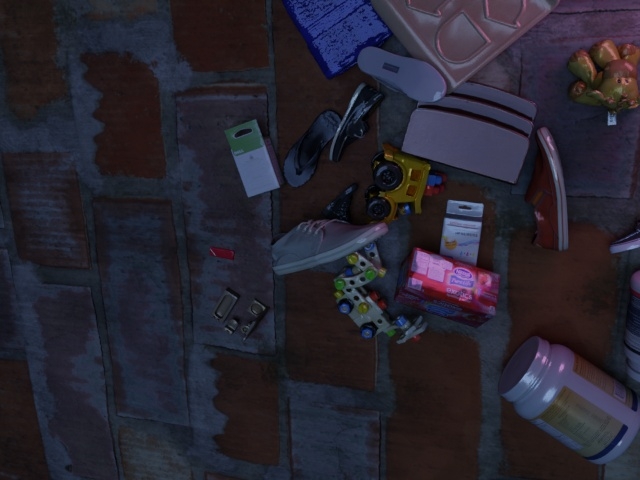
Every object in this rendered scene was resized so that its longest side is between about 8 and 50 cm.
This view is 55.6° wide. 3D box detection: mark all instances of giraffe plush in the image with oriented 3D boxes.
[{"bbox_3d":[0.689,-0.367,1.435,0.182,0.170,0.210,-20,100,20],"label":"giraffe plush"}]

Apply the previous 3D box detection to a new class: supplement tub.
[{"bbox_3d":[0.670,0.425,1.647,0.316,0.228,0.228,34,112,5],"label":"supplement tub"},{"bbox_3d":[0.881,0.219,1.543,0.191,0.191,0.272,2,107,16],"label":"supplement tub"}]

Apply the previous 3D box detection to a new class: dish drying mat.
[{"bbox_3d":[-0.316,0.041,1.938,0.083,0.008,0.032,11,108,13],"label":"dish drying mat"}]

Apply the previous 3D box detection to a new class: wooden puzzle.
[{"bbox_3d":[0.351,-0.591,1.502,0.348,0.080,0.322,-39,90,18],"label":"wooden puzzle"}]

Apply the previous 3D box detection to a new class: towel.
[{"bbox_3d":[0.037,-0.616,1.610,0.228,0.076,0.308,-31,95,15],"label":"towel"}]

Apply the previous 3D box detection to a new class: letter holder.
[{"bbox_3d":[0.387,-0.294,1.558,0.302,0.152,0.214,18,108,10],"label":"letter holder"}]

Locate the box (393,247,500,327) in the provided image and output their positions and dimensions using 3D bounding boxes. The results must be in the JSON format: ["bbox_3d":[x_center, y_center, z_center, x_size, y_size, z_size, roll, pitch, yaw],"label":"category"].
[{"bbox_3d":[0.345,0.131,1.660,0.257,0.128,0.122,18,154,-3],"label":"box"}]

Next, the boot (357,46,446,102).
[{"bbox_3d":[0.224,-0.421,1.558,0.258,0.123,0.095,35,107,23],"label":"boot"}]

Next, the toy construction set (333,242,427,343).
[{"bbox_3d":[0.164,0.170,1.772,0.215,0.151,0.327,-39,82,22],"label":"toy construction set"}]

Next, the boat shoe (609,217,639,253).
[{"bbox_3d":[0.845,-0.035,1.544,0.229,0.080,0.076,-24,81,24],"label":"boat shoe"}]

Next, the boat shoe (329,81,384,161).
[{"bbox_3d":[0.094,-0.313,1.672,0.079,0.084,0.233,31,109,6],"label":"boat shoe"}]

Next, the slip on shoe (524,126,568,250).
[{"bbox_3d":[0.580,-0.127,1.573,0.102,0.123,0.331,-4,110,21],"label":"slip on shoe"}]

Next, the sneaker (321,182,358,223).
[{"bbox_3d":[0.068,-0.085,1.768,0.170,0.051,0.089,-41,92,27],"label":"sneaker"}]

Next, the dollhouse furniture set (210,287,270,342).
[{"bbox_3d":[-0.276,0.244,1.925,0.151,0.123,0.144,35,112,4],"label":"dollhouse furniture set"}]

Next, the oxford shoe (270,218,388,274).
[{"bbox_3d":[0.000,0.000,1.693,0.449,0.169,0.129,-16,93,49],"label":"oxford shoe"}]

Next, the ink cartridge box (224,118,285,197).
[{"bbox_3d":[-0.191,-0.243,1.787,0.109,0.062,0.209,-15,101,20],"label":"ink cartridge box"}]

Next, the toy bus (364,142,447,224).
[{"bbox_3d":[0.234,-0.139,1.665,0.212,0.149,0.220,11,112,-4],"label":"toy bus"}]

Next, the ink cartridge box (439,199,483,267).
[{"bbox_3d":[0.391,-0.014,1.686,0.105,0.061,0.181,8,108,15],"label":"ink cartridge box"}]

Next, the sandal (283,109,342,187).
[{"bbox_3d":[-0.034,-0.264,1.739,0.097,0.054,0.254,34,112,4],"label":"sandal"}]
